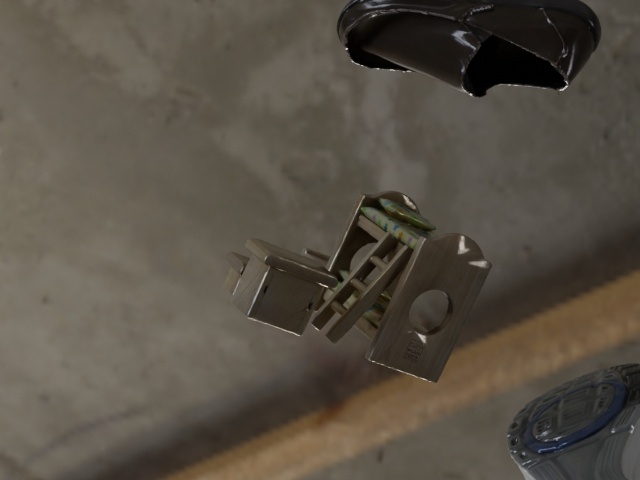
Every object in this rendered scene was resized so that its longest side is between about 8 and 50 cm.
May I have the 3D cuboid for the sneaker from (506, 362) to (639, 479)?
[{"bbox_3d":[0.203,0.195,1.403,0.111,0.297,0.129,-20,116,16],"label":"sneaker"}]

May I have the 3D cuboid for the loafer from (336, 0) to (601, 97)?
[{"bbox_3d":[0.114,-0.161,1.624,0.220,0.078,0.080,2,140,19],"label":"loafer"}]

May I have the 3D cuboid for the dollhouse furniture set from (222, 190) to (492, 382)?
[{"bbox_3d":[0.000,0.000,1.387,0.161,0.182,0.101,21,98,-28],"label":"dollhouse furniture set"}]
